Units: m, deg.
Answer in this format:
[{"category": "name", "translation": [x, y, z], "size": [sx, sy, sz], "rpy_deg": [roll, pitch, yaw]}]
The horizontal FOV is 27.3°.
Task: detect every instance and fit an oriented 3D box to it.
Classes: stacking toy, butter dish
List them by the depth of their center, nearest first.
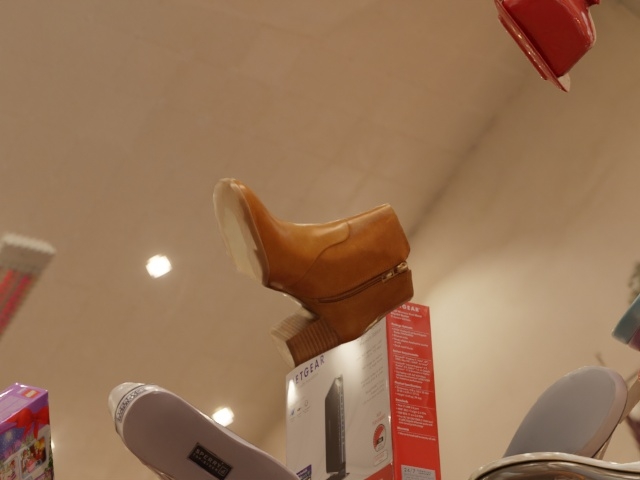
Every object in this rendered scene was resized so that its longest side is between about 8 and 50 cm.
[{"category": "butter dish", "translation": [0.309, -0.289, 1.705], "size": [0.118, 0.160, 0.160], "rpy_deg": [-37, -86, 19]}, {"category": "stacking toy", "translation": [0.533, 0.118, 2.110], "size": [0.309, 0.130, 0.280], "rpy_deg": [-36, -23, -43]}]

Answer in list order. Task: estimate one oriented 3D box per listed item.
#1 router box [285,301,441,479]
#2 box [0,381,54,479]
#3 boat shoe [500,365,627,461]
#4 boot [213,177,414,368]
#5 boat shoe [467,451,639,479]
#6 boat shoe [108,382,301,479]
[{"category": "router box", "translation": [0.055, 0.292, 2.004], "size": [0.082, 0.301, 0.335], "rpy_deg": [13, -33, -25]}, {"category": "box", "translation": [-0.436, 0.327, 1.618], "size": [0.293, 0.057, 0.201], "rpy_deg": [-37, -48, -57]}, {"category": "boat shoe", "translation": [0.387, 0.358, 2.071], "size": [0.156, 0.136, 0.367], "rpy_deg": [18, -69, -37]}, {"category": "boot", "translation": [0.001, 0.001, 1.655], "size": [0.211, 0.104, 0.295], "rpy_deg": [-34, -57, -19]}, {"category": "boat shoe", "translation": [0.348, 0.347, 1.739], "size": [0.304, 0.091, 0.109], "rpy_deg": [3, -42, -3]}, {"category": "boat shoe", "translation": [-0.102, 0.220, 1.284], "size": [0.095, 0.084, 0.258], "rpy_deg": [-46, -66, -12]}]
